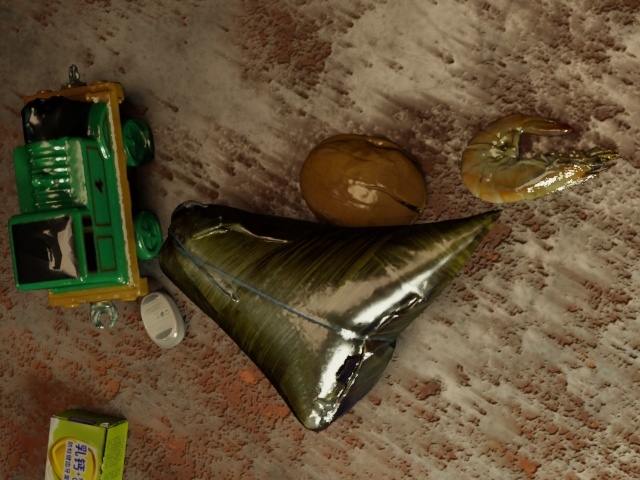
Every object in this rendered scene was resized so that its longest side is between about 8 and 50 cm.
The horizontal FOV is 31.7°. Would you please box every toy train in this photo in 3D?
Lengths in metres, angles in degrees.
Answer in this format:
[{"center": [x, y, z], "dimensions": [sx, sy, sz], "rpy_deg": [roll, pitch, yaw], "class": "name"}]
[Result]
[{"center": [-0.387, -0.069, 1.773], "dimensions": [0.178, 0.249, 0.429], "rpy_deg": [-7, 90, 18], "class": "toy train"}]

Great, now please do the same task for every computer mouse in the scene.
[{"center": [-0.257, 0.130, 1.851], "dimensions": [0.066, 0.039, 0.096], "rpy_deg": [-28, 76, 16], "class": "computer mouse"}]

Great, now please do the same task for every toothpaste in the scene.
[{"center": [-0.402, 0.452, 1.886], "dimensions": [0.110, 0.077, 0.327], "rpy_deg": [8, 94, 19], "class": "toothpaste"}]

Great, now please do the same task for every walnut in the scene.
[{"center": [0.053, -0.078, 1.722], "dimensions": [0.211, 0.087, 0.167], "rpy_deg": [16, 100, 16], "class": "walnut"}]

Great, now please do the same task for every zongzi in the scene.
[{"center": [0.000, 0.000, 1.667], "dimensions": [0.403, 0.208, 0.432], "rpy_deg": [43, 110, 13], "class": "zongzi"}]

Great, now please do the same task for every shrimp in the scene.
[{"center": [0.321, -0.127, 1.666], "dimensions": [0.236, 0.053, 0.133], "rpy_deg": [-9, 69, 21], "class": "shrimp"}]
